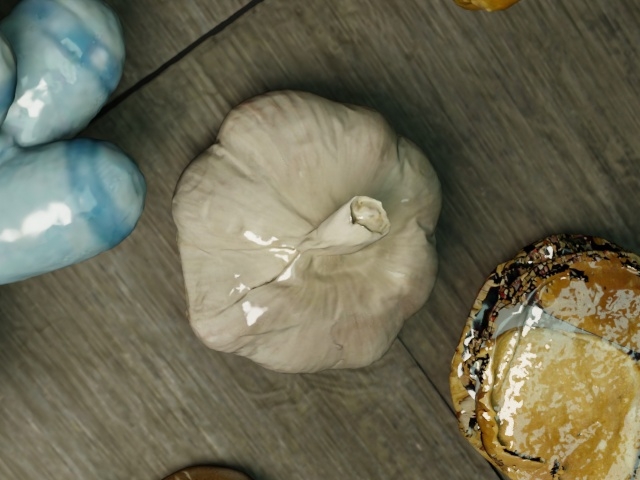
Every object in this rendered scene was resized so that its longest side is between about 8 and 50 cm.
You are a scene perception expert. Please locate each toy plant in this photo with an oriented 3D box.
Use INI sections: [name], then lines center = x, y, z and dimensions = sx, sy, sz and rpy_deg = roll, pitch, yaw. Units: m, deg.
[toy plant]
center = -0.244, -0.029, 0.967
dimensions = 0.247, 0.247, 0.332
rpy_deg = 42, 78, -19

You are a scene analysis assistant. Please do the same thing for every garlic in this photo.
[garlic]
center = 0.000, 0.000, 1.040
dimensions = 0.218, 0.212, 0.219
rpy_deg = -1, 93, -15

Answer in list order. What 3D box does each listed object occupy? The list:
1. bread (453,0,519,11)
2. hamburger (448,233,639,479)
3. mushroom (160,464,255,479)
[bread]
center = 0.188, -0.332, 0.973
dimensions = 0.215, 0.398, 0.398
rpy_deg = 38, 86, -14
[hamburger]
center = 0.211, 0.109, 1.180
dimensions = 0.231, 0.107, 0.231
rpy_deg = -3, 102, -13
[mushroom]
center = -0.089, 0.259, 1.123
dimensions = 0.135, 0.080, 0.171
rpy_deg = 3, 95, -8
